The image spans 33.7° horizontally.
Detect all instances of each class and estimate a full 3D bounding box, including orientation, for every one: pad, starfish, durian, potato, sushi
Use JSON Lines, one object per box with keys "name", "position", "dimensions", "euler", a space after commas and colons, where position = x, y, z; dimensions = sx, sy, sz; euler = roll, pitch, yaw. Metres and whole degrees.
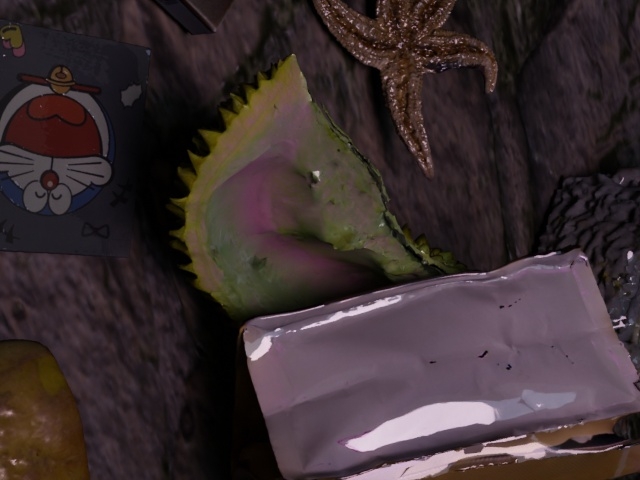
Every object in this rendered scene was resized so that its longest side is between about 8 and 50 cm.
{"name": "pad", "position": [-0.235, -0.074, 0.752], "dimensions": [0.245, 0.006, 0.170], "euler": [5, 94, -40]}
{"name": "starfish", "position": [0.076, -0.176, 0.955], "dimensions": [0.213, 0.057, 0.238], "euler": [3, 91, -31]}
{"name": "durian", "position": [0.000, 0.000, 0.838], "dimensions": [0.352, 0.169, 0.158], "euler": [46, 57, -47]}
{"name": "potato", "position": [-0.236, 0.211, 0.704], "dimensions": [0.176, 0.141, 0.298], "euler": [26, 79, -53]}
{"name": "sushi", "position": [0.328, 0.023, 1.130], "dimensions": [0.184, 0.139, 0.274], "euler": [30, 75, -40]}

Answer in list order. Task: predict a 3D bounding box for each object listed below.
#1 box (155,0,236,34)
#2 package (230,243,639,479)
{"name": "box", "position": [-0.149, -0.321, 0.758], "dimensions": [0.325, 0.047, 0.180], "euler": [42, 70, -36]}
{"name": "package", "position": [0.096, 0.157, 0.852], "dimensions": [0.311, 0.165, 0.221], "euler": [-9, 134, -18]}
